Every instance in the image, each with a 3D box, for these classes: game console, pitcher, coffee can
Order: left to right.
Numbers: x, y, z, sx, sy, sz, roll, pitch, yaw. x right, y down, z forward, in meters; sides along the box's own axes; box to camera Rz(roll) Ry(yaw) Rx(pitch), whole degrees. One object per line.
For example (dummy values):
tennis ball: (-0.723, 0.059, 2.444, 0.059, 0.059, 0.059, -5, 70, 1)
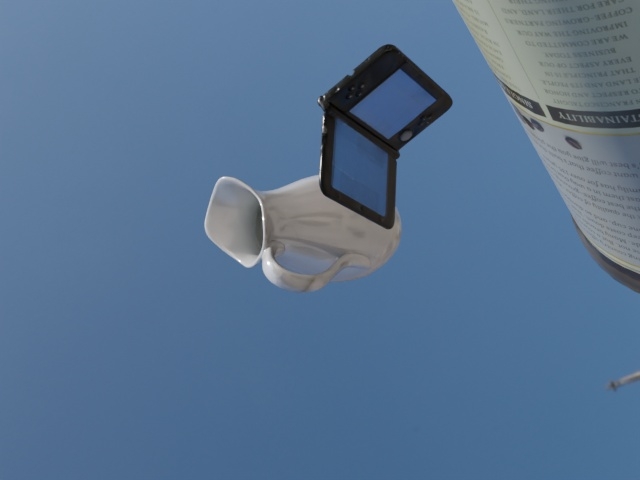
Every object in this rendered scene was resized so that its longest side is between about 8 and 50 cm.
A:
pitcher: (0.000, 0.000, 1.032, 0.207, 0.125, 0.178, 1, -144, -36)
game console: (0.055, -0.079, 0.732, 0.122, 0.107, 0.071, 25, -148, -56)
coffee can: (0.180, -0.122, 0.466, 0.275, 0.201, 0.201, 48, -140, -40)
